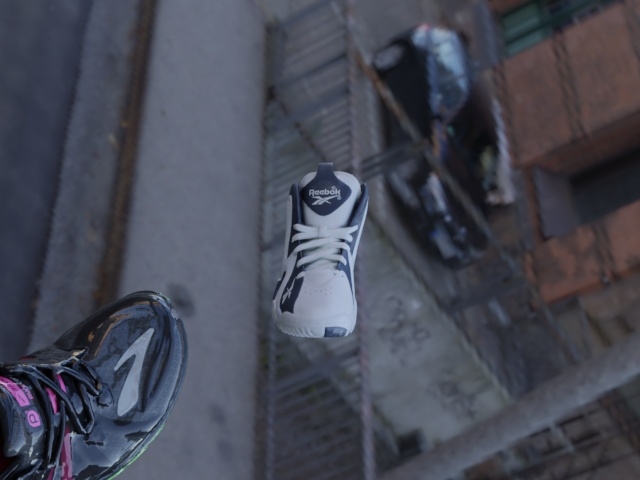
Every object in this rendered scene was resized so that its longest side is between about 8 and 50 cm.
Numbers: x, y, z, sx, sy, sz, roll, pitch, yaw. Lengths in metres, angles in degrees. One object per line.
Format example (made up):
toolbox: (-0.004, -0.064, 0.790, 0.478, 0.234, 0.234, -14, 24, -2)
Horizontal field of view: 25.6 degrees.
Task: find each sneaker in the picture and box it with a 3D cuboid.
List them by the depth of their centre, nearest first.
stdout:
sneaker: (0.000, 0.000, 1.509, 0.235, 0.094, 0.153, -66, 159, -68)
sneaker: (-0.322, 0.211, 1.587, 0.185, 0.202, 0.483, 45, 56, 8)
